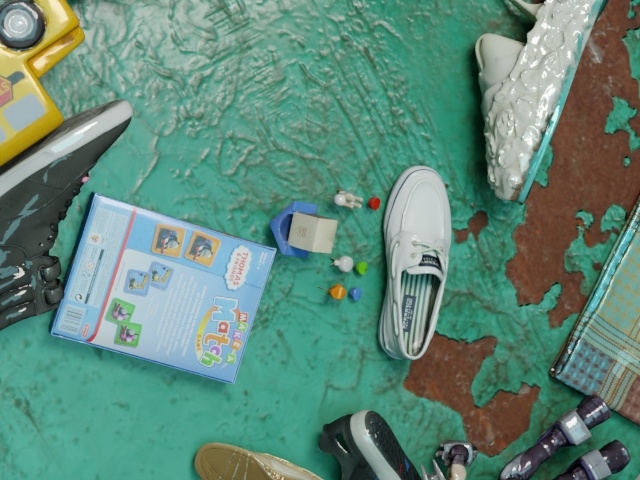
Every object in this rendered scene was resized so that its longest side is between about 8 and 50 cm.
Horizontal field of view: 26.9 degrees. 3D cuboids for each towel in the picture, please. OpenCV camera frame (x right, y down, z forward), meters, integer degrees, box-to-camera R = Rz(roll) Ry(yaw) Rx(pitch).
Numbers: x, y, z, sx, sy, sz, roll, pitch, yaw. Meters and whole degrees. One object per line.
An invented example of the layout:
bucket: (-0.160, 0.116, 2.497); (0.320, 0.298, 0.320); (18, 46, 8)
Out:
towel: (0.474, 0.064, 1.669); (0.271, 0.040, 0.370); (29, 86, -17)

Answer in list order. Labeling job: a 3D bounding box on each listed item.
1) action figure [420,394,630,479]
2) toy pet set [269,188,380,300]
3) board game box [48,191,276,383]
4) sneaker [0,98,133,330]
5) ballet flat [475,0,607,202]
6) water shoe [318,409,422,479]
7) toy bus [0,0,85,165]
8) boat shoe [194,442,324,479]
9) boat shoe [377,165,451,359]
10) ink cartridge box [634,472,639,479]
action figure: (0.231, 0.296, 1.572); (0.285, 0.099, 0.185); (-26, 87, -22)
toy pet set: (0.000, 0.000, 1.519); (0.114, 0.065, 0.122); (6, 97, -52)
board game box: (-0.172, 0.053, 1.469); (0.211, 0.039, 0.160); (18, 90, -17)
sneaker: (-0.288, -0.017, 1.399); (0.296, 0.104, 0.147); (-38, 106, -4)
ballet flat: (0.257, -0.242, 1.545); (0.147, 0.147, 0.409); (27, 84, -18)
water shoe: (0.065, 0.281, 1.558); (0.080, 0.073, 0.203); (-15, 115, 23)
toy bus: (-0.379, -0.119, 1.353); (0.333, 0.108, 0.130); (-36, 105, -11)
boat shoe: (-0.060, 0.273, 1.514); (0.170, 0.059, 0.063); (24, 95, 3)
boat shoe: (0.118, 0.028, 1.536); (0.083, 0.076, 0.226); (2, 94, -18)
ink cartridge box: (0.423, 0.355, 1.667); (0.109, 0.063, 0.150); (44, 82, -17)
